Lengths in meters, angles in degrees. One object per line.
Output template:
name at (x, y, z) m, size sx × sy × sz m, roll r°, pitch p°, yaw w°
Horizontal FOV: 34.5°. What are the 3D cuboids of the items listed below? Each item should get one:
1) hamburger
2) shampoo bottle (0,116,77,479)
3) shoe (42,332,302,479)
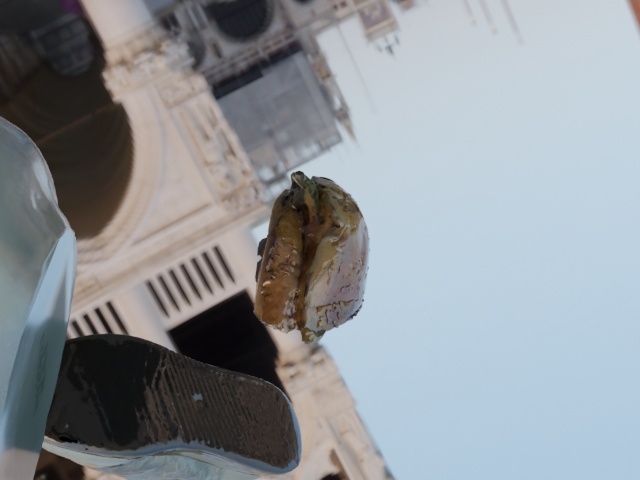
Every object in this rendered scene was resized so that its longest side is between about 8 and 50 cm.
hamburger at (0.002, -0.004, 0.781) m, size 0.087 × 0.102 × 0.176 m, roll 15°, pitch -157°, yaw -4°
shampoo bottle at (-0.303, 0.047, 0.581) m, size 0.317 × 0.323 × 0.322 m, roll 4°, pitch -167°, yaw -10°
shoe at (-0.142, 0.158, 0.870) m, size 0.098 × 0.274 × 0.103 m, roll -34°, pitch -133°, yaw 35°
